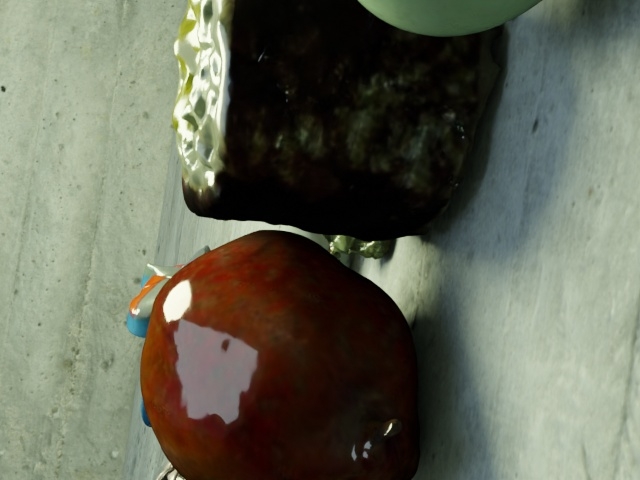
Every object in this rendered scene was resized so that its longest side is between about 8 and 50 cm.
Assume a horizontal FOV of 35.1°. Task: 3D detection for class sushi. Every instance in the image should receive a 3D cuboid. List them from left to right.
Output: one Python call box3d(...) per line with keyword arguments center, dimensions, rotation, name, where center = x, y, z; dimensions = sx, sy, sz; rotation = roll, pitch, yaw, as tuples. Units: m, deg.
box3d(center=(-0.001, -0.147, 1.064), dimensions=(0.281, 0.294, 0.299), rotation=(-123, 43, -60), name="sushi")

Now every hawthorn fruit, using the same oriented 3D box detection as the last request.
box3d(center=(-0.030, 0.151, 1.069), dimensions=(0.308, 0.324, 0.308), rotation=(-45, -29, -34), name="hawthorn fruit")

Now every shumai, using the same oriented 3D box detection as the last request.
box3d(center=(0.041, -0.017, 1.223), dimensions=(0.082, 0.080, 0.083), rotation=(130, 147, -56), name="shumai")

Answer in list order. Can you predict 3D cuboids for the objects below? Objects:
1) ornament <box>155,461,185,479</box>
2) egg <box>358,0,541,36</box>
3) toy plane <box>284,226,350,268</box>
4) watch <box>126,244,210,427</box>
box3d(center=(-0.169, 0.408, 1.548), dimensions=(0.177, 0.177, 0.177), rotation=(-171, 90, -73), name="ornament")
box3d(center=(0.126, -0.350, 0.782), dimensions=(0.276, 0.276, 0.389), rotation=(-112, 35, -59), name="egg")
box3d(center=(-0.003, 0.000, 1.311), dimensions=(0.174, 0.080, 0.174), rotation=(8, -90, -69), name="toy plane")
box3d(center=(-0.163, 0.160, 1.579), dimensions=(0.305, 0.241, 0.274), rotation=(-54, -22, -58), name="watch")
